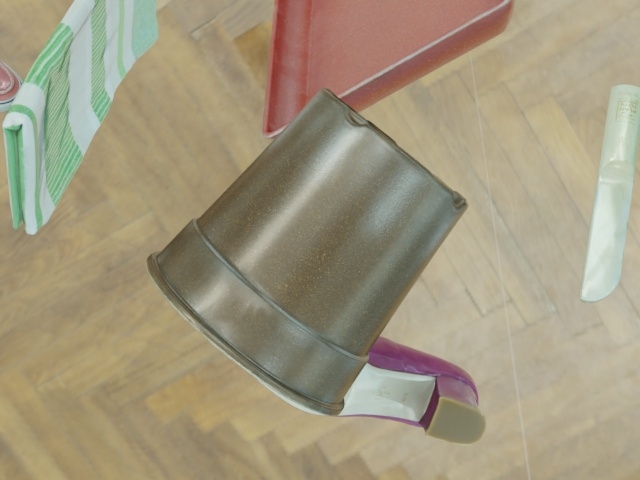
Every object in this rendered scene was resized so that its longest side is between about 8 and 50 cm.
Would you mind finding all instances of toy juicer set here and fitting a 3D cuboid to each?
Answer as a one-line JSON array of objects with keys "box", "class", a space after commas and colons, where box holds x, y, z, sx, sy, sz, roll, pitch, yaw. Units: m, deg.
[{"box": [0.321, -0.100, 0.900, 0.329, 0.209, 0.089, -20, 150, 25], "class": "toy juicer set"}]

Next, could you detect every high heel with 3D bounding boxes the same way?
[{"box": [0.029, 0.105, 1.043, 0.244, 0.117, 0.082, 18, 100, -9], "class": "high heel"}]

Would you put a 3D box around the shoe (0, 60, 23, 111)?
[{"box": [-0.394, -0.204, 1.258, 0.178, 0.063, 0.081, 30, 155, 5], "class": "shoe"}]

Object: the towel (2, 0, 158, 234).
[{"box": [-0.256, -0.188, 1.327, 0.038, 0.325, 0.248, 24, 150, 3], "class": "towel"}]

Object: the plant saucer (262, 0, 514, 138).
[{"box": [0.067, -0.220, 1.095, 0.259, 0.258, 0.048, -27, 129, 28], "class": "plant saucer"}]

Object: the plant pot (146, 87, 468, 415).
[{"box": [0.000, 0.000, 0.794, 0.167, 0.167, 0.165, 38, 96, -8], "class": "plant pot"}]
